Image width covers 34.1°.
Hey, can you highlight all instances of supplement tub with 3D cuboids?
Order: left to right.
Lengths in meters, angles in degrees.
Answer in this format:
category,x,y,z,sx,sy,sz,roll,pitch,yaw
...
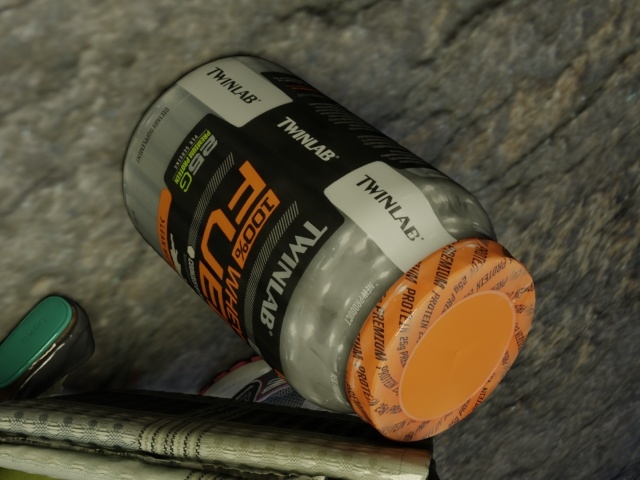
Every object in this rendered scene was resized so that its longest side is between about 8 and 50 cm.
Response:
category,x,y,z,sx,sy,sz,roll,pitch,yaw
supplement tub,0.000,0.000,0.805,0.194,0.316,0.193,-24,133,-29

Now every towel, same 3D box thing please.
category,x,y,z,sx,sy,sz,roll,pitch,yaw
towel,-0.065,0.161,0.810,0.312,0.324,0.056,36,59,-81

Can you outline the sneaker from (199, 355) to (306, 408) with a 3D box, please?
category,x,y,z,sx,sy,sz,roll,pitch,yaw
sneaker,-0.095,0.247,1.068,0.121,0.112,0.299,28,98,-50

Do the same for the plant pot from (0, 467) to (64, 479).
category,x,y,z,sx,sy,sz,roll,pitch,yaw
plant pot,-0.268,0.331,0.879,0.293,0.275,0.275,-58,143,-15

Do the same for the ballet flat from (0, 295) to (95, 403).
category,x,y,z,sx,sy,sz,roll,pitch,yaw
ballet flat,-0.266,0.131,0.852,0.203,0.074,0.074,-42,140,-15
